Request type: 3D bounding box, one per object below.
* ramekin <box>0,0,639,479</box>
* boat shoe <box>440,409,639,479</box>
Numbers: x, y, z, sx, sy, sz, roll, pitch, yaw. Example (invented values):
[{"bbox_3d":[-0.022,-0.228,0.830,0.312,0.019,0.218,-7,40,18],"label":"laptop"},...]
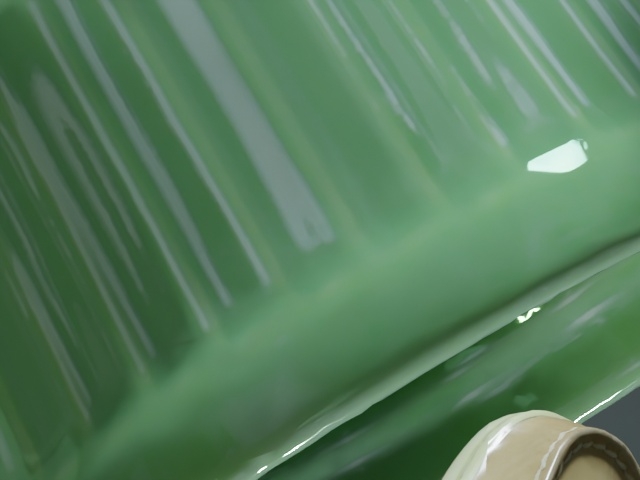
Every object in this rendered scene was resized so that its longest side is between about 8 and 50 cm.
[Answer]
[{"bbox_3d":[0.000,0.000,0.593,0.303,0.303,0.148,-23,74,-29],"label":"ramekin"},{"bbox_3d":[0.037,0.088,0.294,0.056,0.048,0.153,44,42,-26],"label":"boat shoe"}]
